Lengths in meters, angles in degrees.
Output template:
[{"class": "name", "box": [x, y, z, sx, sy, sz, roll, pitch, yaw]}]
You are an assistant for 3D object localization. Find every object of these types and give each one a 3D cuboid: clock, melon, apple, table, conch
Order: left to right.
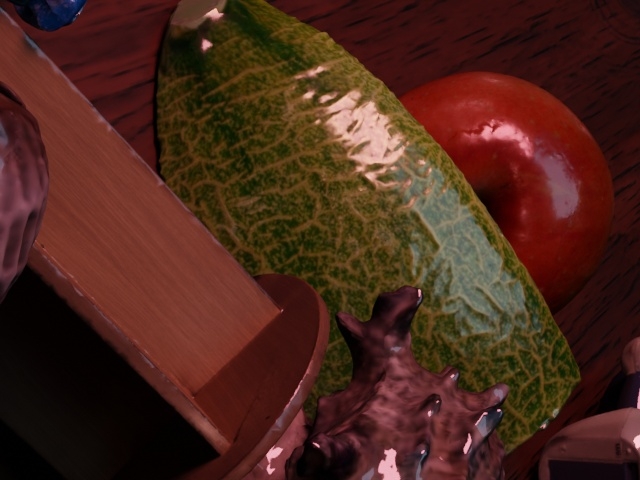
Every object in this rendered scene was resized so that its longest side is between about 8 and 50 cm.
[{"class": "table", "box": [-0.129, 0.008, 0.842, 0.227, 0.167, 0.167, 48, 39, -26]}, {"class": "conch", "box": [-0.006, 0.177, 0.920, 0.186, 0.240, 0.313, 15, 80, -22]}, {"class": "melon", "box": [0.000, 0.000, 1.083, 0.323, 0.196, 0.124, 60, -2, -12]}, {"class": "apple", "box": [0.106, -0.027, 1.219, 0.168, 0.181, 0.181, -78, 148, -75]}, {"class": "clock", "box": [0.271, 0.170, 1.442, 0.243, 0.146, 0.200, -21, 101, -56]}]

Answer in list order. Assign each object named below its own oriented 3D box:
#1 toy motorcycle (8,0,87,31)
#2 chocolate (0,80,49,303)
[{"class": "toy motorcycle", "box": [-0.147, -0.183, 0.894, 0.135, 0.092, 0.254, 42, 19, -25]}, {"class": "chocolate", "box": [-0.185, 0.046, 0.689, 0.110, 0.110, 0.248, 26, 85, -53]}]
